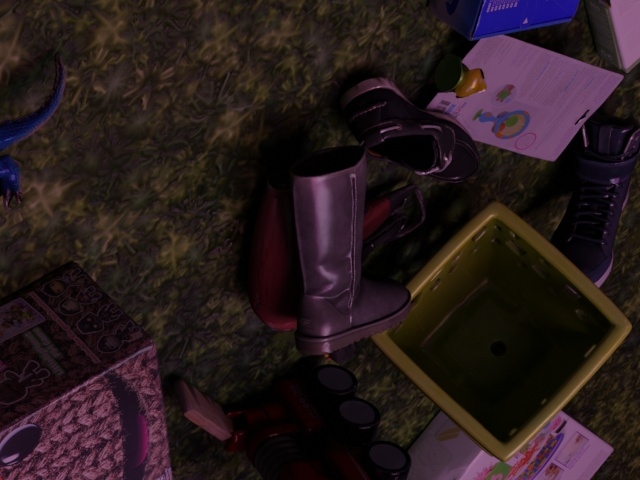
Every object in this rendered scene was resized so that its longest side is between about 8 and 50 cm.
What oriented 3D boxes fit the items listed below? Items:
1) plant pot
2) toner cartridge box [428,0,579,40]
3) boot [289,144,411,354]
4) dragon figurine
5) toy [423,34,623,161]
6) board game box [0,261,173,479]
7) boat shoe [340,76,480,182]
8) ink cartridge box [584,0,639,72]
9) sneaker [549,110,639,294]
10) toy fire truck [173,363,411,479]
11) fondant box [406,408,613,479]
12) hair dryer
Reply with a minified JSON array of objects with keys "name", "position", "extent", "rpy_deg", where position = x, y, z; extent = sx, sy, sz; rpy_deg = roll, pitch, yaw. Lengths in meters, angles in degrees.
[{"name":"plant pot","position":[0.208,0.119,2.126],"extent":[0.227,0.228,0.207],"rpy_deg":[-45,171,-7]},{"name":"toner cartridge box","position":[0.231,-0.383,1.822],"extent":[0.165,0.075,0.348],"rpy_deg":[-14,132,-38]},{"name":"boot","position":[0.031,0.000,1.877],"extent":[0.189,0.076,0.208],"rpy_deg":[-27,118,-52]},{"name":"dragon figurine","position":[-0.328,-0.069,1.500],"extent":[0.289,0.085,0.144],"rpy_deg":[-43,145,-6]},{"name":"toy","position":[0.220,-0.174,2.020],"extent":[0.237,0.056,0.137],"rpy_deg":[9,129,-44]},{"name":"board game box","position":[-0.307,0.202,1.731],"extent":[0.291,0.141,0.232],"rpy_deg":[-31,141,-25]},{"name":"boat shoe","position":[0.105,-0.100,1.933],"extent":[0.084,0.079,0.233],"rpy_deg":[-36,148,20]},{"name":"ink cartridge box","position":[0.378,-0.328,2.054],"extent":[0.171,0.056,0.235],"rpy_deg":[-41,141,-12]},{"name":"sneaker","position":[0.335,-0.058,2.178],"extent":[0.163,0.086,0.226],"rpy_deg":[90,17,-47]},{"name":"toy fire truck","position":[-0.046,0.238,2.007],"extent":[0.246,0.217,0.158],"rpy_deg":[-5,127,-27]},{"name":"fondant box","position":[0.253,0.319,2.493],"extent":[0.238,0.096,0.330],"rpy_deg":[-51,146,2]},{"name":"hair dryer","position":[0.000,0.000,1.960],"extent":[0.223,0.080,0.293],"rpy_deg":[-64,151,-7]}]
